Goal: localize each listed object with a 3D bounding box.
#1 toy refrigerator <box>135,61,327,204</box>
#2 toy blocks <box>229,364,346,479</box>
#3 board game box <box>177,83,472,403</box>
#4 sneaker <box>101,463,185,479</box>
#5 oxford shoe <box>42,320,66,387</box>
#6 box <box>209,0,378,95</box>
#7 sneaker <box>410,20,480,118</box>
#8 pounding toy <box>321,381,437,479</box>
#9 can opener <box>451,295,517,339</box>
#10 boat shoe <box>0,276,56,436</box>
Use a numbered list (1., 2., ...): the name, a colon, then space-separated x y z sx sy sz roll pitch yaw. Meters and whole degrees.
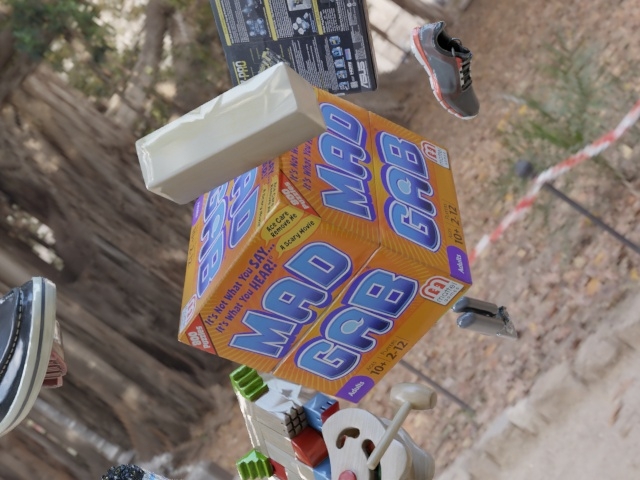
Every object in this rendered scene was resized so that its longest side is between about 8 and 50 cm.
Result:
1. toy refrigerator: -0.137 -0.160 1.470 0.270 0.094 0.102 -25 -22 19
2. toy blocks: -0.013 0.422 1.879 0.191 0.261 0.381 -34 -55 -32
3. board game box: 0.000 0.000 1.704 0.356 0.356 0.356 -52 25 35
4. sneaker: -0.226 0.392 1.446 0.086 0.237 0.085 58 -134 -53
5. oxford shoe: -0.527 0.193 1.774 0.348 0.123 0.130 140 130 -68
6. box: -0.060 -0.479 2.040 0.097 0.318 0.394 -87 -13 -50
7. sneaker: 0.189 -0.240 1.374 0.065 0.158 0.061 -17 31 42
8. pounding toy: 0.048 0.307 1.318 0.154 0.155 0.269 13 78 41
9. can opener: 0.355 0.184 2.165 0.095 0.076 0.283 -30 -25 27
10. boat shoe: -0.549 0.214 1.476 0.500 0.156 0.186 -39 45 35
